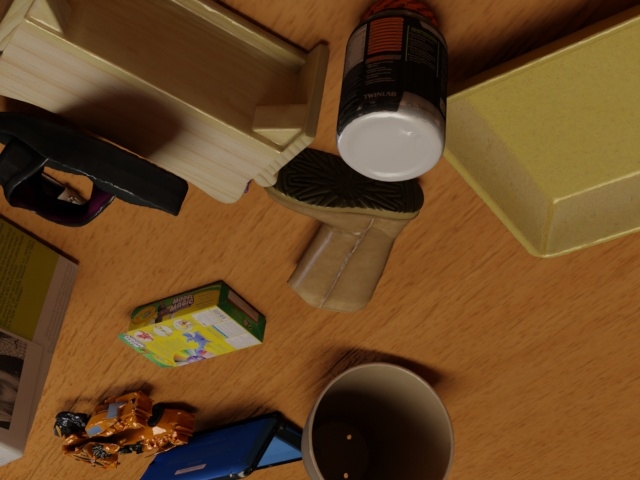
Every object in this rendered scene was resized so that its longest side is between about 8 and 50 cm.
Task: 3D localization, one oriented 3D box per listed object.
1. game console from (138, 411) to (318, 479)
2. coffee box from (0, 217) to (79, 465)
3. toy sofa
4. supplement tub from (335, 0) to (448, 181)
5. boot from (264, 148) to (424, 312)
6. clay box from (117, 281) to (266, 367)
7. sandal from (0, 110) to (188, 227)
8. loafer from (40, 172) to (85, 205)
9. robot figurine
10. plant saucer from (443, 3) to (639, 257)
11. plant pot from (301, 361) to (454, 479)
[{"bbox_3d":[-0.176,0.458,1.996,0.293,0.250,0.173,-20,109,28],"label":"game console"},{"bbox_3d":[-0.623,0.145,1.506,0.337,0.338,0.334,-26,131,36],"label":"coffee box"},{"bbox_3d":[-0.184,-0.201,1.136,0.362,0.150,0.177,26,142,-24],"label":"toy sofa"},{"bbox_3d":[0.081,-0.169,1.102,0.117,0.190,0.117,5,143,4],"label":"supplement tub"},{"bbox_3d":[0.000,0.000,1.426,0.236,0.089,0.269,15,144,-10],"label":"boot"},{"bbox_3d":[-0.217,0.146,1.680,0.222,0.053,0.127,-17,137,30],"label":"clay box"},{"bbox_3d":[-0.307,-0.073,1.182,0.167,0.107,0.446,26,176,-31],"label":"sandal"},{"bbox_3d":[-0.379,-0.066,1.436,0.125,0.045,0.039,30,131,-23],"label":"loafer"},{"bbox_3d":[-0.395,0.378,1.986,0.291,0.085,0.211,-27,136,37],"label":"robot figurine"},{"bbox_3d":[0.333,-0.135,1.199,0.332,0.081,0.333,-20,136,32],"label":"plant saucer"},{"bbox_3d":[0.068,0.367,1.804,0.256,0.256,0.274,15,160,-11],"label":"plant pot"}]
